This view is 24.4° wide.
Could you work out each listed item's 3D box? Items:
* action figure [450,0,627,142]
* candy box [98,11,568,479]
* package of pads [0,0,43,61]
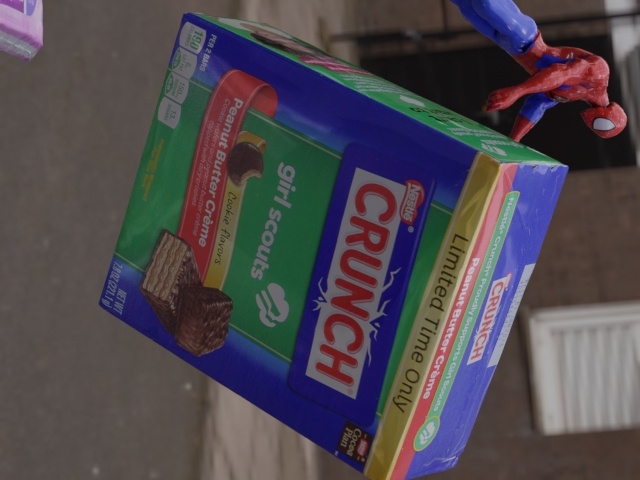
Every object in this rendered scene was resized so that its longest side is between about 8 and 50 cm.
[{"bbox_3d":[0.141,-0.158,1.289,0.139,0.280,0.091,-54,-170,-6],"label":"action figure"},{"bbox_3d":[0.000,0.000,1.171,0.122,0.317,0.268,-7,120,-55],"label":"candy box"},{"bbox_3d":[-0.249,-0.187,1.184,0.050,0.032,0.083,25,43,-38],"label":"package of pads"}]
